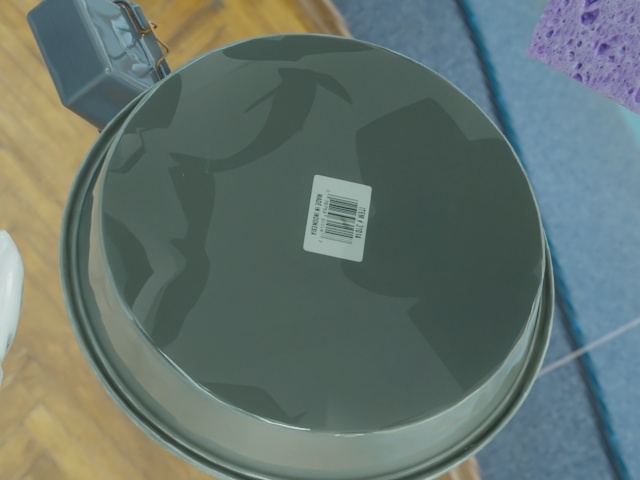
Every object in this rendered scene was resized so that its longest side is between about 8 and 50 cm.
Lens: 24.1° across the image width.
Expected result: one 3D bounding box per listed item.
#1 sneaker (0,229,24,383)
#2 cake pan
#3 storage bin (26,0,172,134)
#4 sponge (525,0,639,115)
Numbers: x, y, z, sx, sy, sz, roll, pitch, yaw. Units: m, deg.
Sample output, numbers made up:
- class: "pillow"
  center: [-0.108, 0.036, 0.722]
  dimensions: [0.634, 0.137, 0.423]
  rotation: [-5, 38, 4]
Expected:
- class: "sneaker"
  center: [-0.248, 0.015, 0.534]
  dimensions: [0.292, 0.110, 0.118]
  rotation: [16, 38, -21]
- class: "cake pan"
  center: [0.000, 0.000, 0.855]
  dimensions: [0.293, 0.054, 0.293]
  rotation: [5, 62, -10]
- class: "storage bin"
  center: [-0.189, -0.160, 1.301]
  dimensions: [0.091, 0.098, 0.135]
  rotation: [27, 33, -60]
- class: "sponge"
  center: [0.247, -0.148, 1.081]
  dimensions: [0.031, 0.117, 0.210]
  rotation: [9, 21, -42]
